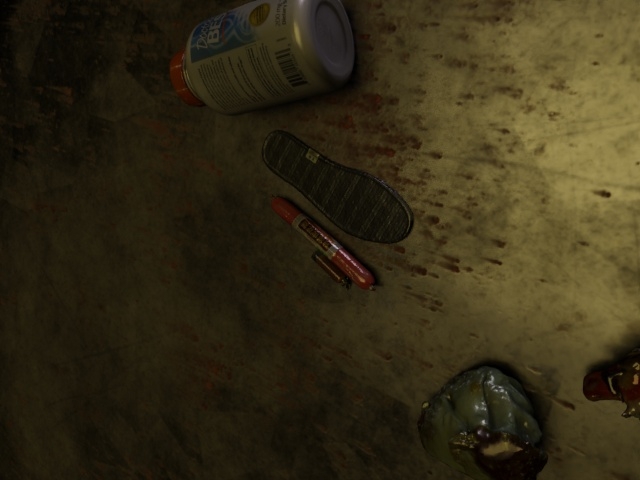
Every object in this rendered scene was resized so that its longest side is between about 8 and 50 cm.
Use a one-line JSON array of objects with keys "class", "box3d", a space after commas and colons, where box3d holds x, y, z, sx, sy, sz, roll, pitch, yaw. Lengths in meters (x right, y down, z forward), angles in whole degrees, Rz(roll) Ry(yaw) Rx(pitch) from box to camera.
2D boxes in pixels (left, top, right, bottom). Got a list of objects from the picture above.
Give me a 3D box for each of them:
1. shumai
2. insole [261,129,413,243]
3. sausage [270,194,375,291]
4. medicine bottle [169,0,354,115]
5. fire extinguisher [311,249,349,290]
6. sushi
[{"class": "shumai", "box3d": [0.214, 0.284, 0.707, 0.184, 0.142, 0.184, 3, 97, 29]}, {"class": "insole", "box3d": [0.018, -0.091, 0.847, 0.309, 0.012, 0.110, 38, 116, 21]}, {"class": "sausage", "box3d": [0.000, 0.000, 0.859, 0.253, 0.034, 0.034, 40, 116, 21]}, {"class": "medicine bottle", "box3d": [-0.104, -0.288, 0.806, 0.289, 0.157, 0.156, -4, 95, 32]}, {"class": "fire extinguisher", "box3d": [0.020, 0.050, 0.862, 0.083, 0.022, 0.028, 43, 155, 18]}, {"class": "sushi", "box3d": [0.422, 0.163, 0.588, 0.226, 0.097, 0.103, -27, 77, 47]}]
